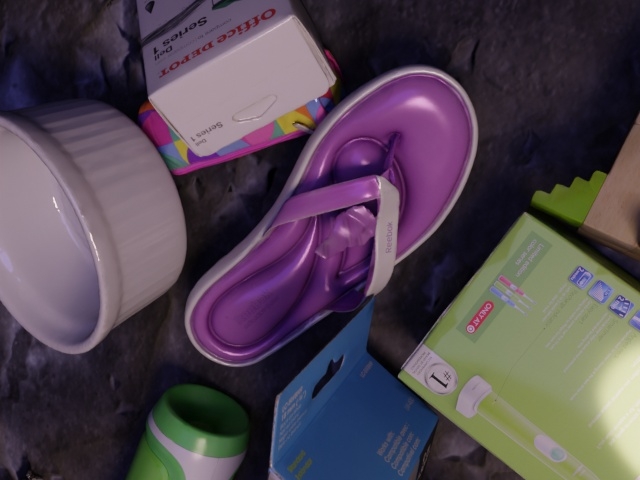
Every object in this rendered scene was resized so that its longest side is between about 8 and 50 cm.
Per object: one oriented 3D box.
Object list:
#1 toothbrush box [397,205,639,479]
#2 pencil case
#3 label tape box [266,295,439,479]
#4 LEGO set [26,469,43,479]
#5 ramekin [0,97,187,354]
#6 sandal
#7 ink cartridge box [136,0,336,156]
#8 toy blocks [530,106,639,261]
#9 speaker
[{"bbox_3d":[0.254,0.130,0.728,0.283,0.122,0.206,37,106,13],"label":"toothbrush box"},{"bbox_3d":[-0.084,-0.140,0.829,0.236,0.104,0.104,-12,92,22],"label":"pencil case"},{"bbox_3d":[0.027,0.256,0.728,0.106,0.240,0.334,18,113,18],"label":"label tape box"},{"bbox_3d":[-0.391,0.358,1.030,0.054,0.023,0.083,-39,83,19],"label":"LEGO set"},{"bbox_3d":[-0.278,-0.025,0.843,0.277,0.135,0.277,20,125,33],"label":"ramekin"},{"bbox_3d":[0.013,0.008,0.782,0.169,0.102,0.416,33,114,-18],"label":"sandal"},{"bbox_3d":[-0.093,-0.213,0.758,0.160,0.092,0.219,-27,47,10],"label":"ink cartridge box"},{"bbox_3d":[0.415,-0.064,0.639,0.381,0.191,0.261,27,93,15],"label":"toy blocks"},{"bbox_3d":[-0.187,0.326,0.902,0.131,0.131,0.296,27,104,15],"label":"speaker"}]
